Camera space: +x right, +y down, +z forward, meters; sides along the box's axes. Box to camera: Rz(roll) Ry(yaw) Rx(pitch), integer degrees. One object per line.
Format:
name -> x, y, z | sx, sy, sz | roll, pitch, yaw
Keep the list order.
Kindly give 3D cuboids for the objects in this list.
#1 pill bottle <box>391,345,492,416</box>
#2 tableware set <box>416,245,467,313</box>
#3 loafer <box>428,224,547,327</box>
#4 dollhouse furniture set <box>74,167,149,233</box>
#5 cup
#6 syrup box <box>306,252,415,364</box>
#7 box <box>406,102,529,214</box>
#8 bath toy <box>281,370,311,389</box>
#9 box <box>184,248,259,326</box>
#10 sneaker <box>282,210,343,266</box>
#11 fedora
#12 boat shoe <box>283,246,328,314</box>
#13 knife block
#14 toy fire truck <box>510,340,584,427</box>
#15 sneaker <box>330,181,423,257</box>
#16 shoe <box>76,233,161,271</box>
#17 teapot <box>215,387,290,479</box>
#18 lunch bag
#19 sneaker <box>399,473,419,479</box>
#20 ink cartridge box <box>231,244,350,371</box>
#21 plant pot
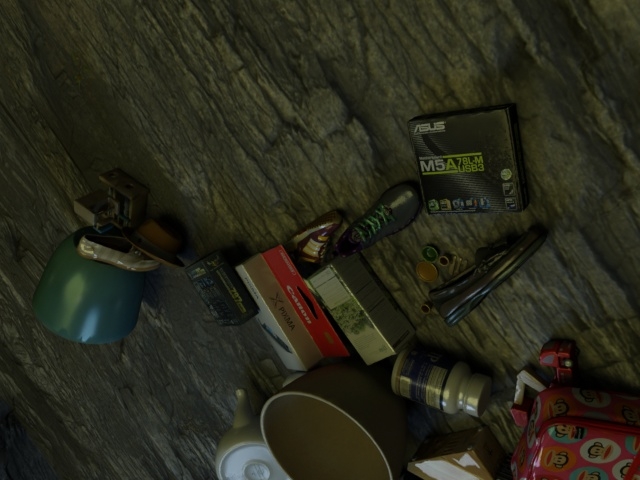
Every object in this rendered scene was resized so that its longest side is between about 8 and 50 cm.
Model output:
pill bottle -> 0.253, 0.297, 1.328 | 0.187, 0.112, 0.112 | 14, 121, 31
tableware set -> 0.234, 0.087, 1.286 | 0.104, 0.024, 0.154 | 24, 127, 25
loafer -> 0.295, 0.057, 1.171 | 0.084, 0.096, 0.267 | 48, 127, 14
dollhouse furniture set -> -0.571, -0.084, 1.688 | 0.129, 0.184, 0.129 | 32, 129, 19
cup -> 0.065, 0.406, 1.439 | 0.331, 0.237, 0.331 | 17, 125, 27
syrup box -> 0.088, 0.141, 1.377 | 0.237, 0.096, 0.093 | 54, 135, 0
box -> 0.261, -0.138, 1.129 | 0.191, 0.045, 0.184 | 1, 117, 36
bath toy -> -0.018, 0.482, 1.633 | 0.129, 0.151, 0.348 | -150, 40, -69
box -> -0.252, 0.124, 1.593 | 0.183, 0.059, 0.233 | 58, 156, -4
sneaker -> 0.000, 0.000, 1.393 | 0.084, 0.069, 0.185 | 52, 140, -10
fedora -> -0.424, -0.004, 1.671 | 0.194, 0.194, 0.079 | 34, 92, 18
boat shoe -> -0.045, 0.099, 1.474 | 0.183, 0.065, 0.083 | 40, 130, 11
knife block -> 0.361, 0.537, 1.395 | 0.276, 0.088, 0.242 | -30, 93, 42
toy fire truck -> 0.430, 0.276, 1.227 | 0.135, 0.047, 0.192 | 0, 114, 36
sneaker -> 0.111, -0.029, 1.264 | 0.083, 0.098, 0.224 | 50, 133, 4
shoe -> -0.521, 0.029, 1.670 | 0.058, 0.219, 0.076 | -61, 28, 33
teapot -> -0.161, 0.576, 1.753 | 0.252, 0.187, 0.256 | 22, 112, -7
lunch bag -> 0.504, 0.405, 1.171 | 0.258, 0.120, 0.293 | 7, 125, 6
sneaker -> 0.312, 0.641, 1.487 | 0.282, 0.099, 0.153 | 51, 118, 22
ink cartridge box -> -0.085, 0.165, 1.483 | 0.296, 0.066, 0.261 | 59, 155, -5
plant pot -> -0.625, 0.102, 1.776 | 0.293, 0.293, 0.235 | 36, 119, 16
